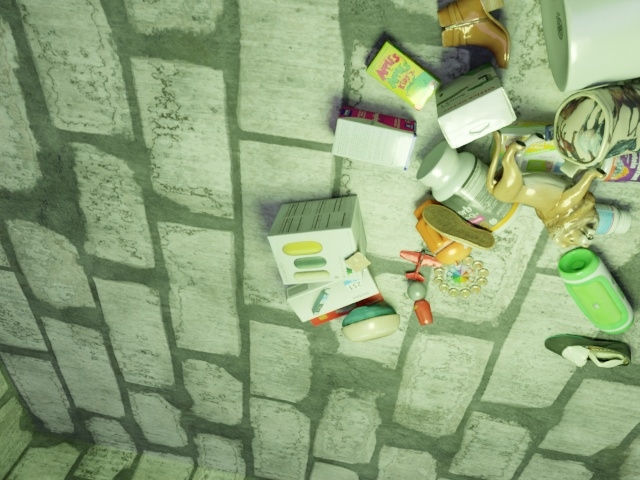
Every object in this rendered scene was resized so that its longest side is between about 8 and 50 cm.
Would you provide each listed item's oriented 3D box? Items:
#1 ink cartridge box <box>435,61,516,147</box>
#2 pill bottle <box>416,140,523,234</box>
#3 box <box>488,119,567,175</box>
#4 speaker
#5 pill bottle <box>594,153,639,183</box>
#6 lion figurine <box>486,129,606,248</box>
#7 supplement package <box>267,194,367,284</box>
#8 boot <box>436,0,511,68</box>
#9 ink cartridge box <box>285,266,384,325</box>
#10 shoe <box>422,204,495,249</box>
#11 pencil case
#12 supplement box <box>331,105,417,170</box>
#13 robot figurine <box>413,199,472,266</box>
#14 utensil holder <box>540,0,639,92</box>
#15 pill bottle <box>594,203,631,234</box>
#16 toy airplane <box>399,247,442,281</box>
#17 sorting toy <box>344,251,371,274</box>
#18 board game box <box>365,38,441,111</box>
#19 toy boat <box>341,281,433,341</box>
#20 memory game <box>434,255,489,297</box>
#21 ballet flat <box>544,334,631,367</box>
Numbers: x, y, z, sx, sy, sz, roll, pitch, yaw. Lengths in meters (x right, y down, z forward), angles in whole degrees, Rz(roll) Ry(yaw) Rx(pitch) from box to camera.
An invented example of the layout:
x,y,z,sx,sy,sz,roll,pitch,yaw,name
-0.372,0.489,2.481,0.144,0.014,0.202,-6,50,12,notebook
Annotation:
x,y,z,sx,sy,sz,roll,pitch,yaw,name
0.378,-0.341,1.139,0.160,0.219,0.093,-24,117,25,ink cartridge box
0.422,-0.150,1.300,0.278,0.162,0.162,33,125,-11,pill bottle
0.573,-0.253,1.232,0.203,0.103,0.114,4,126,9,box
0.875,0.164,1.449,0.131,0.131,0.296,-32,113,29,speaker
0.837,-0.205,1.208,0.193,0.108,0.108,5,125,8,pill bottle
0.564,-0.131,1.183,0.392,0.142,0.240,23,133,-1,lion figurine
0.000,0.000,1.471,0.262,0.198,0.199,-5,124,15,supplement package
0.378,-0.500,1.122,0.152,0.073,0.197,-14,109,19,boot
0.063,0.211,1.615,0.296,0.066,0.261,-23,132,10,ink cartridge box
0.385,-0.031,1.300,0.219,0.077,0.058,30,171,7,shoe
0.730,-0.268,1.050,0.410,0.160,0.184,-11,137,-19,pencil case
0.153,-0.289,1.290,0.220,0.111,0.114,12,126,3,supplement box
0.378,-0.020,1.392,0.128,0.219,0.158,-28,163,-5,robot figurine
0.674,-0.494,0.910,0.385,0.328,0.328,-11,122,21,utensil holder
0.801,-0.064,1.327,0.160,0.087,0.087,10,126,5,pill bottle
0.336,0.085,1.563,0.151,0.028,0.151,9,127,11,toy airplane
0.102,0.072,1.372,0.083,0.012,0.062,-38,118,24,sorting toy
0.221,-0.438,1.213,0.181,0.043,0.092,33,125,-11,board game box
0.237,0.257,1.612,0.318,0.267,0.148,-22,73,24,toy boat
0.485,0.127,1.574,0.186,0.012,0.186,6,125,8,memory game
0.950,0.395,1.613,0.280,0.096,0.095,2,125,11,ballet flat
